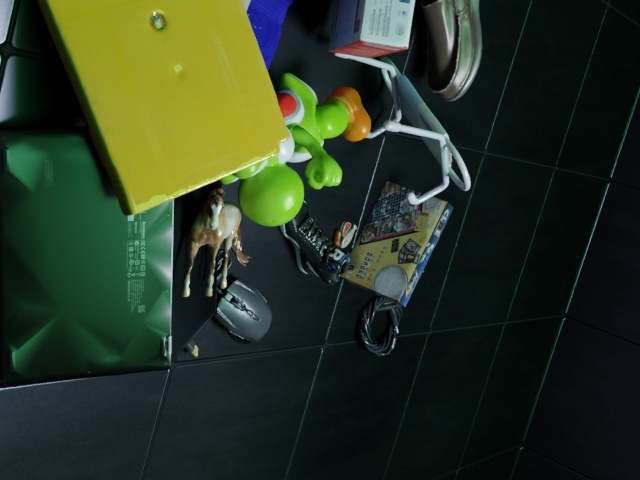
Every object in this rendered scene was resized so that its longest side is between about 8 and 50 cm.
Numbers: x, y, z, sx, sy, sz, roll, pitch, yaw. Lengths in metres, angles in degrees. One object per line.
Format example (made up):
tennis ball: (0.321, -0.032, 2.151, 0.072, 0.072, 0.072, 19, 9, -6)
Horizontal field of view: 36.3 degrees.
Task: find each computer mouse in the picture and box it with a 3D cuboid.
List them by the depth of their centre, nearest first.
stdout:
computer mouse: (-0.172, 0.156, 1.847, 0.184, 0.060, 0.262, -56, 145, -20)

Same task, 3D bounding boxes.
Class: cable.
cable: (0.150, 0.199, 2.347, 0.151, 0.047, 0.184, -63, 146, -8)

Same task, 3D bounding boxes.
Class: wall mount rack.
wall mount rack: (0.150, -0.233, 1.889, 0.130, 0.350, 0.304, -29, 149, -5)

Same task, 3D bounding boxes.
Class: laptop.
laptop: (-0.317, -0.008, 1.544, 0.407, 0.236, 0.382, -4, 106, -24)

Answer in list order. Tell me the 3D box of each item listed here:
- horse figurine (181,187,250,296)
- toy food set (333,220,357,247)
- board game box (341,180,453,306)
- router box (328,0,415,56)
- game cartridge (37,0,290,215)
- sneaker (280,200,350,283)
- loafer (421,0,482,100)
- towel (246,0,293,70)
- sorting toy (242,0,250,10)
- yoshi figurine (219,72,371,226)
horse figurine: (-0.167, -0.004, 1.582, 0.263, 0.066, 0.175, -26, 125, -80)
toy food set: (0.040, 0.009, 2.103, 0.122, 0.019, 0.078, -60, 146, -12)
board game box: (0.166, 0.004, 2.149, 0.243, 0.165, 0.042, -63, 147, -6)
router box: (0.098, -0.485, 1.634, 0.301, 0.082, 0.336, -138, -125, -78)
game cartridge: (-0.212, -0.234, 1.394, 0.285, 0.052, 0.324, -25, 103, -29)
sneaker: (0.000, 0.000, 1.946, 0.079, 0.121, 0.217, -52, 144, -25)
loafer: (0.257, -0.479, 2.059, 0.130, 0.134, 0.366, -5, 104, -29)
towel: (-0.122, -0.379, 1.592, 0.227, 0.076, 0.308, 16, 95, -56)
sorting toy: (-0.225, -0.323, 1.461, 0.208, 0.038, 0.193, 21, 91, -29)
yoshi figurine: (-0.054, -0.139, 1.685, 0.362, 0.203, 0.204, -40, 166, -52)
